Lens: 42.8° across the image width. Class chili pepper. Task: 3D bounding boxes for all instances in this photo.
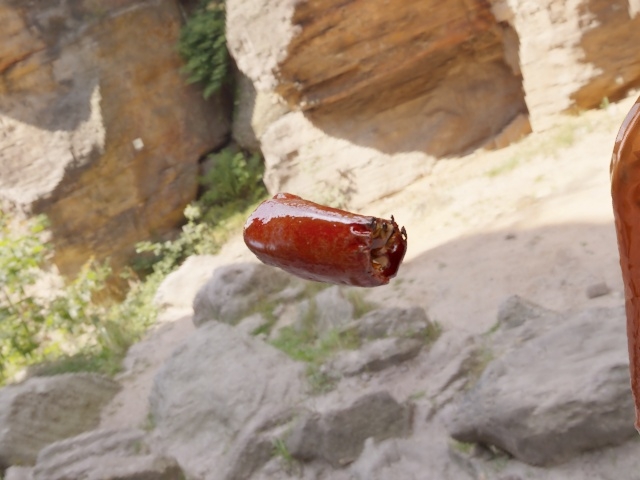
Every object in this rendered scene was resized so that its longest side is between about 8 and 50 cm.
[{"bbox_3d":[0.000,0.000,0.645,0.123,0.070,0.073,11,28,33],"label":"chili pepper"}]

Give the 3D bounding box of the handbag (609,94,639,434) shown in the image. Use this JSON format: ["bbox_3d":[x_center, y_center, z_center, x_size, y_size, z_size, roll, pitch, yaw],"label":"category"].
[{"bbox_3d":[0.333,-0.020,0.587,0.116,0.410,0.303,26,68,36],"label":"handbag"}]
